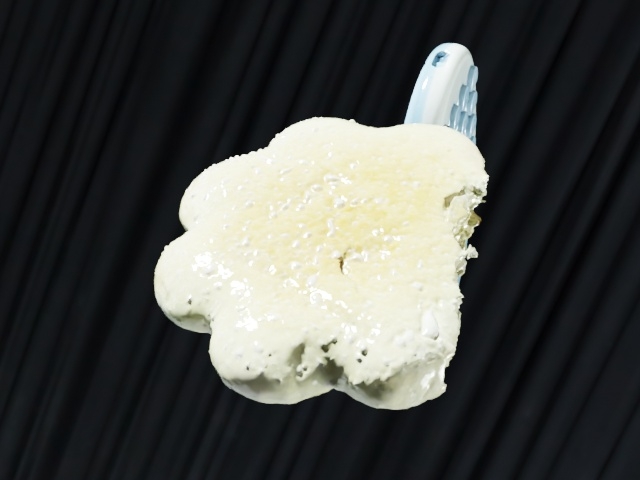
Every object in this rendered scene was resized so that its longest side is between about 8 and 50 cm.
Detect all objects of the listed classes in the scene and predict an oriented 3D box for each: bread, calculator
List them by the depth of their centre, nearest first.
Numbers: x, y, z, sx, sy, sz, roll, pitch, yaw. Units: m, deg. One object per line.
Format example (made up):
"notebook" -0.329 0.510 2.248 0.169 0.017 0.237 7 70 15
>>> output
"bread" 0.000 0.000 0.910 0.182 0.039 0.251 7 38 8
"calculator" 0.083 -0.006 1.208 0.042 0.302 0.188 12 37 11
